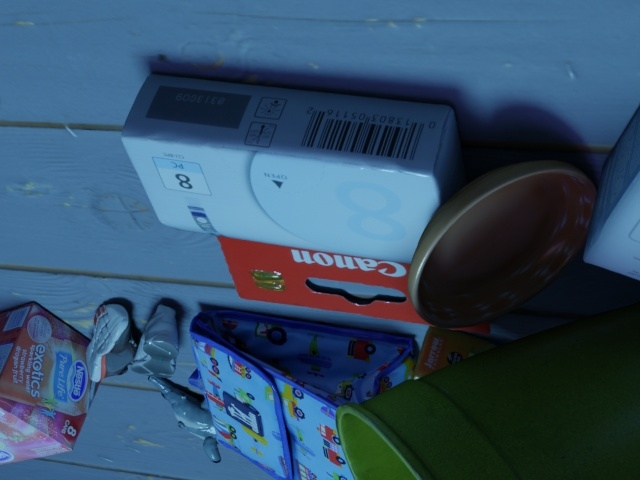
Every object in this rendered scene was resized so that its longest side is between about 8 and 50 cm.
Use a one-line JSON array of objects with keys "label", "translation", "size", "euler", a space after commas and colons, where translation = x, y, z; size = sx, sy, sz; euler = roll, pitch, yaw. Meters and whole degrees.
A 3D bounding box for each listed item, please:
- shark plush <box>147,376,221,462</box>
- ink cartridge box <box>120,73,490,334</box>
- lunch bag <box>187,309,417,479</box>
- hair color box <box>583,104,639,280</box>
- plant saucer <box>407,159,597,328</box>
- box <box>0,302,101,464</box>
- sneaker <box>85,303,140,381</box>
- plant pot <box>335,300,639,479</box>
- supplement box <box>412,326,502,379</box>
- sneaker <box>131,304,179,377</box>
[{"label": "shark plush", "translation": [-0.158, 0.222, 1.978], "size": [0.161, 0.073, 0.067], "euler": [42, 127, 1]}, {"label": "ink cartridge box", "translation": [0.000, 0.000, 1.481], "size": [0.308, 0.091, 0.385], "euler": [7, 145, 18]}, {"label": "lunch bag", "translation": [-0.031, 0.195, 1.777], "size": [0.293, 0.138, 0.221], "euler": [16, 141, 26]}, {"label": "hair color box", "translation": [0.356, -0.086, 1.135], "size": [0.185, 0.114, 0.374], "euler": [19, 149, 0]}, {"label": "plant saucer", "translation": [0.163, -0.001, 1.348], "size": [0.200, 0.037, 0.200], "euler": [-21, 143, -17]}, {"label": "box", "translation": [-0.443, 0.206, 1.980], "size": [0.300, 0.154, 0.142], "euler": [-18, 133, 43]}, {"label": "sneaker", "translation": [-0.254, 0.126, 1.864], "size": [0.065, 0.061, 0.158], "euler": [-3, 152, -23]}, {"label": "plant pot", "translation": [0.259, 0.227, 1.389], "size": [0.366, 0.353, 0.366], "euler": [56, 167, 20]}, {"label": "supplement box", "translation": [0.219, 0.172, 1.642], "size": [0.233, 0.078, 0.080], "euler": [14, 148, 7]}, {"label": "sneaker", "translation": [-0.199, 0.128, 1.819], "size": [0.053, 0.061, 0.152], "euler": [13, 153, -12]}]
